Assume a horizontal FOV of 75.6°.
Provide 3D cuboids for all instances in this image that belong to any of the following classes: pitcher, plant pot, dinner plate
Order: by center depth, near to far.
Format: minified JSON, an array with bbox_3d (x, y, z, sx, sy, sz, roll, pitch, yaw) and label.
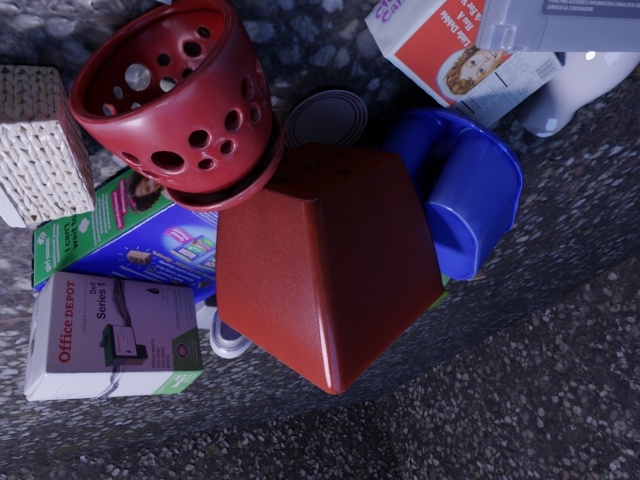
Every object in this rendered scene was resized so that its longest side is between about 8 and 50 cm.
[{"bbox_3d":[-0.140,-0.143,0.468,0.191,0.191,0.174,-25,145,8],"label":"plant pot"},{"bbox_3d":[0.000,0.000,0.606,0.267,0.267,0.236,-32,126,-36],"label":"plant pot"},{"bbox_3d":[0.430,-0.288,0.661,0.177,0.125,0.207,-38,161,-18],"label":"pitcher"},{"bbox_3d":[0.007,-0.186,0.664,0.141,0.017,0.141,-13,149,-8],"label":"dinner plate"}]

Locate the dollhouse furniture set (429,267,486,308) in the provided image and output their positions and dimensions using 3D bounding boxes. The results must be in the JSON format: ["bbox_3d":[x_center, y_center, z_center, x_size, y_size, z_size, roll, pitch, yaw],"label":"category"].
[{"bbox_3d":[0.348,0.151,1.259,0.197,0.151,0.302,-9,148,-17],"label":"dollhouse furniture set"}]

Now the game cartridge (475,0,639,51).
[{"bbox_3d":[0.321,-0.312,0.447,0.297,0.062,0.198,-7,121,-17],"label":"game cartridge"}]

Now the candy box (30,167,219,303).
[{"bbox_3d":[-0.264,0.007,0.715,0.317,0.122,0.268,-29,149,13],"label":"candy box"}]

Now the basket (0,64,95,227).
[{"bbox_3d":[-0.345,-0.111,0.493,0.103,0.113,0.167,-11,148,-21],"label":"basket"}]

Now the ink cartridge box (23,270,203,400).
[{"bbox_3d":[-0.309,0.148,0.636,0.219,0.160,0.092,15,135,-42],"label":"ink cartridge box"}]

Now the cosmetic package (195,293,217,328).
[{"bbox_3d":[-0.199,0.132,0.946,0.237,0.127,0.107,14,136,-46],"label":"cosmetic package"}]

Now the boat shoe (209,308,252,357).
[{"bbox_3d":[-0.138,0.101,0.825,0.096,0.268,0.088,24,140,5],"label":"boat shoe"}]

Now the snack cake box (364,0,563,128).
[{"bbox_3d":[0.206,-0.270,0.572,0.264,0.089,0.152,16,136,-44],"label":"snack cake box"}]

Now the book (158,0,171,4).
[{"bbox_3d":[-0.197,-0.289,0.371,0.144,0.035,0.096,4,139,-35],"label":"book"}]

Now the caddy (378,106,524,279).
[{"bbox_3d":[0.214,-0.082,0.728,0.179,0.241,0.341,-54,151,-12],"label":"caddy"}]
